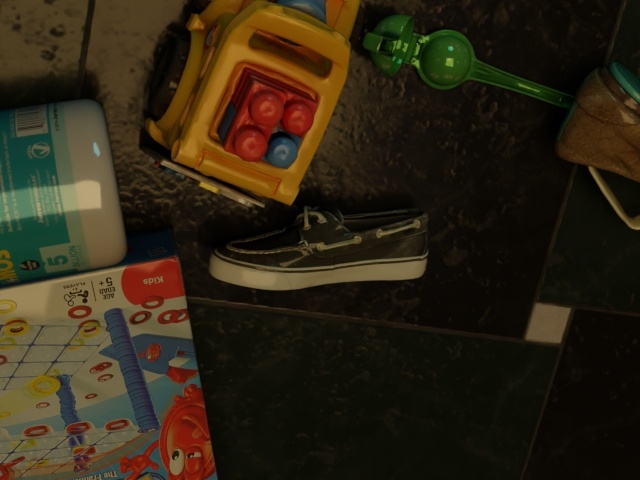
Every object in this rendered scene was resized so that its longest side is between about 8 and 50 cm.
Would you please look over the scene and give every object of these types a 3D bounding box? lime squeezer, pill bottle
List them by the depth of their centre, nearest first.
[{"bbox_3d":[-0.302,-0.030,0.907,0.264,0.146,0.146,-10,111,-9],"label":"pill bottle"},{"bbox_3d":[0.115,-0.169,0.987,0.310,0.110,0.059,6,92,-47],"label":"lime squeezer"}]

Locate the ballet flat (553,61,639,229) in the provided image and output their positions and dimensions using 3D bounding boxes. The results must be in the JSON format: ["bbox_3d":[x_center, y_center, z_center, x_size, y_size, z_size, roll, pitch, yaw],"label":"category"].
[{"bbox_3d":[0.370,-0.049,1.087,0.342,0.116,0.124,27,121,-23],"label":"ballet flat"}]

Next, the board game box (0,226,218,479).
[{"bbox_3d":[-0.261,0.166,1.018,0.308,0.086,0.302,-11,111,-9],"label":"board game box"}]

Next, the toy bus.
[{"bbox_3d":[-0.042,-0.142,0.895,0.149,0.211,0.220,21,102,-18],"label":"toy bus"}]

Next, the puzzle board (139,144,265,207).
[{"bbox_3d":[-0.107,-0.055,0.953,0.096,0.128,0.011,24,93,-20],"label":"puzzle board"}]

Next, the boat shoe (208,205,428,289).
[{"bbox_3d":[0.000,0.000,1.031,0.219,0.078,0.070,-4,111,-21],"label":"boat shoe"}]
